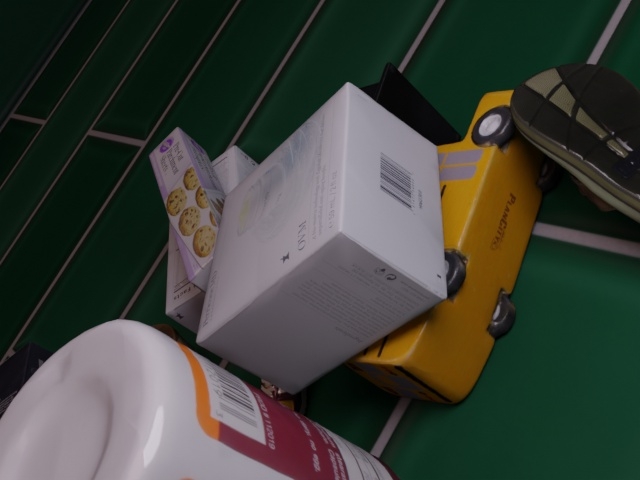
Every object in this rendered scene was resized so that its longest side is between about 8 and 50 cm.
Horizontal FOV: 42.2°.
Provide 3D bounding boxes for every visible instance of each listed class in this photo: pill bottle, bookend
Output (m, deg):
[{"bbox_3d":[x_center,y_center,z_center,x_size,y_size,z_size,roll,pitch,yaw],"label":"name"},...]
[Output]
[{"bbox_3d":[-0.059,0.245,0.670,0.224,0.392,0.224,-29,41,29],"label":"pill bottle"},{"bbox_3d":[0.068,-0.135,1.063,0.157,0.156,0.072,-8,54,45],"label":"bookend"}]

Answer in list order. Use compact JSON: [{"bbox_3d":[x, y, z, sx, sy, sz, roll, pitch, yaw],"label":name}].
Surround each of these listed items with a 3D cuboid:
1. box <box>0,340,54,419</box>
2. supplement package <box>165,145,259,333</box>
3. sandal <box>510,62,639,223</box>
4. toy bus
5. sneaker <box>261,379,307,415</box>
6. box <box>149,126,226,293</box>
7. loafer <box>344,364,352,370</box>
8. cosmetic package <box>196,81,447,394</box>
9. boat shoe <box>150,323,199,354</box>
[{"bbox_3d":[-0.408,0.263,1.246,0.093,0.156,0.158,-35,39,24],"label":"box"},{"bbox_3d":[-0.121,0.013,1.161,0.139,0.134,0.244,-33,40,23],"label":"supplement package"},{"bbox_3d":[0.289,-0.068,0.799,0.120,0.086,0.303,-27,53,-12],"label":"sandal"},{"bbox_3d":[0.148,0.003,0.898,0.130,0.108,0.332,-3,58,50],"label":"toy bus"},{"bbox_3d":[-0.053,0.157,1.005,0.069,0.084,0.185,-7,55,45],"label":"sneaker"},{"bbox_3d":[-0.159,-0.042,1.081,0.067,0.063,0.324,-41,37,10],"label":"box"},{"bbox_3d":[0.032,0.063,1.012,0.078,0.080,0.220,-33,44,9],"label":"loafer"},{"bbox_3d":[0.000,0.000,0.864,0.225,0.138,0.224,-40,31,35],"label":"cosmetic package"},{"bbox_3d":[-0.249,0.266,1.122,0.109,0.098,0.302,3,59,34],"label":"boat shoe"}]
